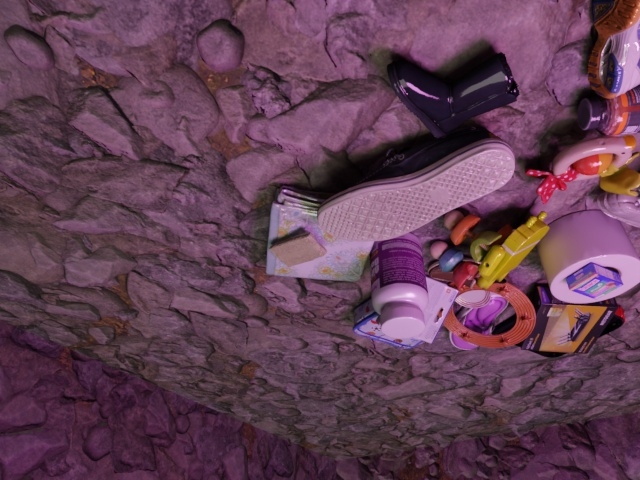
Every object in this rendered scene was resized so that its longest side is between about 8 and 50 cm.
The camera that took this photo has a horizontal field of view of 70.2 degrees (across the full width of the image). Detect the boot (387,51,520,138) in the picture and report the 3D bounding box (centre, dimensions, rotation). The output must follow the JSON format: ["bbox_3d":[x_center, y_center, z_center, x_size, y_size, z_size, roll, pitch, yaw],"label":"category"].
[{"bbox_3d":[0.285,-0.338,0.963,0.207,0.094,0.246,-25,140,34],"label":"boot"}]

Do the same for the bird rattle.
[{"bbox_3d":[0.634,-0.189,1.097,0.253,0.143,0.207,2,159,16],"label":"bird rattle"}]

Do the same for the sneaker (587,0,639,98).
[{"bbox_3d":[0.602,-0.424,0.863,0.130,0.112,0.296,-22,139,1],"label":"sneaker"}]

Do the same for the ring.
[{"bbox_3d":[0.579,0.264,1.616,0.336,0.032,0.337,15,132,18],"label":"ring"}]

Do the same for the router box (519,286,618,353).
[{"bbox_3d":[0.875,0.291,1.641,0.242,0.081,0.309,1,137,9],"label":"router box"}]

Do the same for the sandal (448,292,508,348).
[{"bbox_3d":[0.598,0.333,1.747,0.169,0.102,0.416,1,138,1],"label":"sandal"}]

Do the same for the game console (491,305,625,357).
[{"bbox_3d":[0.921,0.325,1.774,0.341,0.060,0.387,23,135,-15],"label":"game console"}]

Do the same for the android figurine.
[{"bbox_3d":[0.560,0.028,1.325,0.248,0.056,0.273,-19,144,-37],"label":"android figurine"}]

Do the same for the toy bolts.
[{"bbox_3d":[0.442,0.005,1.381,0.218,0.158,0.229,-20,145,-41],"label":"toy bolts"}]

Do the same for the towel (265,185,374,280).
[{"bbox_3d":[0.000,0.000,1.390,0.320,0.090,0.375,8,140,-6],"label":"towel"}]

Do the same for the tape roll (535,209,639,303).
[{"bbox_3d":[0.789,0.052,1.353,0.246,0.169,0.246,1,140,1],"label":"tape roll"}]

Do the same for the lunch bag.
[{"bbox_3d":[0.286,0.319,1.744,0.303,0.115,0.243,22,138,-21],"label":"lunch bag"}]

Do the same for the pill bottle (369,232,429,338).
[{"bbox_3d":[0.234,0.131,1.368,0.169,0.302,0.169,1,140,1],"label":"pill bottle"}]

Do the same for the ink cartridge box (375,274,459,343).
[{"bbox_3d":[0.336,0.227,1.583,0.223,0.045,0.223,22,100,-16],"label":"ink cartridge box"}]

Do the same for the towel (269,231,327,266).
[{"bbox_3d":[-0.066,0.027,1.338,0.148,0.027,0.110,-19,135,24],"label":"towel"}]

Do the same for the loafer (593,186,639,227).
[{"bbox_3d":[0.900,-0.085,1.249,0.319,0.112,0.111,16,174,-17],"label":"loafer"}]

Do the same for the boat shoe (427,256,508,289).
[{"bbox_3d":[0.485,0.110,1.493,0.257,0.095,0.095,-5,140,9],"label":"boat shoe"}]

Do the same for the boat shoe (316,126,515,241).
[{"bbox_3d":[0.222,-0.139,1.151,0.499,0.156,0.187,-23,129,20],"label":"boat shoe"}]

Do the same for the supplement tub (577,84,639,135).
[{"bbox_3d":[0.682,-0.288,0.999,0.197,0.106,0.106,-4,140,7],"label":"supplement tub"}]

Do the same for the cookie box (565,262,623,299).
[{"bbox_3d":[0.760,0.115,1.265,0.107,0.040,0.092,18,138,-17],"label":"cookie box"}]

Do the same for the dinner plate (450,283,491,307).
[{"bbox_3d":[0.530,0.182,1.611,0.141,0.017,0.141,15,130,19],"label":"dinner plate"}]
